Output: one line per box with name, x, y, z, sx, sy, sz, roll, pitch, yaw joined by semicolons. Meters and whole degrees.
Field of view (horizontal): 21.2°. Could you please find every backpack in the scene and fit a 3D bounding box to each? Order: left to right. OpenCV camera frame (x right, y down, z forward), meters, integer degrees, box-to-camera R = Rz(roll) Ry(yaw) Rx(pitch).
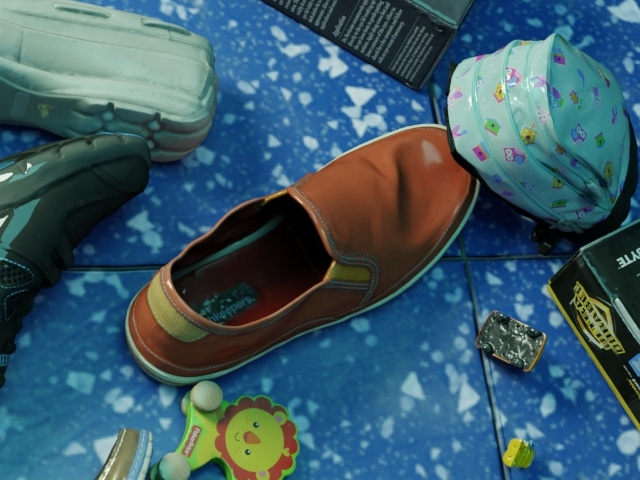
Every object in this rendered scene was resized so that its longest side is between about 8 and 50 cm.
backpack;0.178;-0.091;1.360;0.182;0.115;0.152;29;48;-45

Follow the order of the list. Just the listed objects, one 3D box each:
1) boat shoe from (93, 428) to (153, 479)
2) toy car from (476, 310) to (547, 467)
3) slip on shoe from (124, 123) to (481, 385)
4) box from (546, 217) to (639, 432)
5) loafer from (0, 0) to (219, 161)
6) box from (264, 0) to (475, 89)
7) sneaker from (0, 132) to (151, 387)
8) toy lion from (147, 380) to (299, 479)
boat shoe;-0.173;0.203;1.178;0.066;0.066;0.183;25;61;-2
toy car;0.149;0.119;1.341;0.040;0.060;0.122;28;71;-53
slip on shoe;0.000;0.000;1.307;0.331;0.101;0.123;-29;74;-28
box;0.385;0.065;1.403;0.322;0.079;0.257;-25;76;-25
loafer;-0.234;-0.149;1.310;0.320;0.112;0.111;15;57;-18
box;0.042;-0.253;1.435;0.207;0.108;0.153;31;61;0
sneaker;-0.254;0.033;1.226;0.341;0.125;0.139;-33;103;-28
toy lion;-0.065;0.155;1.255;0.096;0.034;0.100;30;61;-10
